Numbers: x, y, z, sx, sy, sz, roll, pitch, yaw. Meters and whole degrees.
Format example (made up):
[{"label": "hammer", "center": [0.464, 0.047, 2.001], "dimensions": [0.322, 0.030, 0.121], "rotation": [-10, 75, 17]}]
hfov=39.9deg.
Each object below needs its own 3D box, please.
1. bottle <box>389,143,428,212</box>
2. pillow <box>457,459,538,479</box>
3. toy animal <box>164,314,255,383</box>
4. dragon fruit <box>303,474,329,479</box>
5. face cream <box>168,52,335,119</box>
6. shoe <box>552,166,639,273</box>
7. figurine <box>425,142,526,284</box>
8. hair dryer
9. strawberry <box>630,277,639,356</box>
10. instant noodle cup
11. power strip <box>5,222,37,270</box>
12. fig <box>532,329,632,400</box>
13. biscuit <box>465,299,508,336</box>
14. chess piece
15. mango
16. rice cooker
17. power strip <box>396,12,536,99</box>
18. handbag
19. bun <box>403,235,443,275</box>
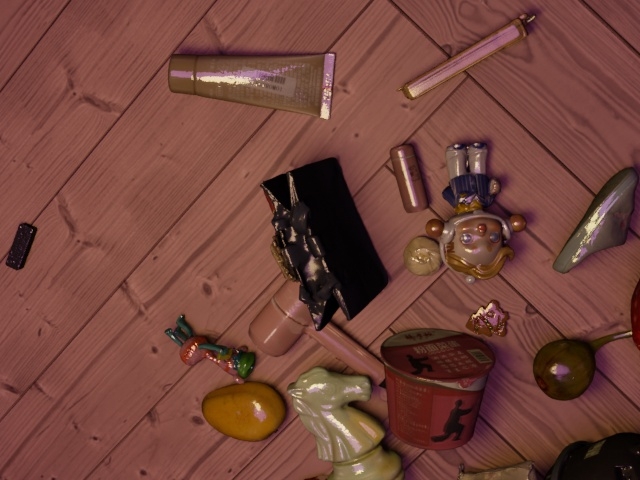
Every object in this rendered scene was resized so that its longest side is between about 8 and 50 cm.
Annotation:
[{"label": "bottle", "center": [0.183, -0.128, 1.822], "dimensions": [0.053, 0.053, 0.140], "rotation": [-14, 96, 14]}, {"label": "pillow", "center": [0.368, 0.541, 1.820], "dimensions": [0.059, 0.255, 0.169], "rotation": [14, 67, -25]}, {"label": "toy animal", "center": [-0.246, 0.241, 1.953], "dimensions": [0.208, 0.103, 0.100], "rotation": [29, 61, 9]}, {"label": "dragon fruit", "center": [0.004, 0.616, 1.952], "dimensions": [0.262, 0.163, 0.189], "rotation": [4, 73, 12]}, {"label": "face cream", "center": [-0.144, -0.336, 1.849], "dimensions": [0.341, 0.084, 0.137], "rotation": [5, 103, 3]}, {"label": "shoe", "center": [0.561, -0.024, 1.738], "dimensions": [0.100, 0.103, 0.251], "rotation": [36, 110, 5]}, {"label": "figurine", "center": [0.294, -0.055, 1.779], "dimensions": [0.194, 0.133, 0.274], "rotation": [-26, 88, -8]}, {"label": "hair dryer", "center": [0.026, 0.233, 1.902], "dimensions": [0.344, 0.107, 0.189], "rotation": [39, 105, -3]}, {"label": "strawberry", "center": [0.707, 0.193, 1.659], "dimensions": [0.295, 0.317, 0.345], "rotation": [1, 119, -19]}, {"label": "instant noodle cup", "center": [0.232, 0.306, 1.808], "dimensions": [0.235, 0.235, 0.178], "rotation": [7, 110, 11]}, {"label": "power strip", "center": [-0.693, 0.014, 2.044], "dimensions": [0.038, 0.029, 0.111], "rotation": [26, 102, 7]}, {"label": "fig", "center": [0.540, 0.230, 1.792], "dimensions": [0.236, 0.124, 0.124], "rotation": [-31, 92, -8]}, {"label": "biscuit", "center": [0.350, 0.169, 1.858], "dimensions": [0.092, 0.016, 0.082], "rotation": [-13, 97, 12]}, {"label": "chess piece", "center": [0.054, 0.399, 1.875], "dimensions": [0.176, 0.176, 0.298], "rotation": [-21, 97, 15]}, {"label": "mango", "center": [-0.172, 0.377, 1.964], "dimensions": [0.195, 0.098, 0.137], "rotation": [9, 104, 18]}, {"label": "rice cooker", "center": [0.582, 0.513, 1.736], "dimensions": [0.224, 0.267, 0.267], "rotation": [-34, 91, 39]}, {"label": "power strip", "center": [0.292, -0.360, 1.752], "dimensions": [0.305, 0.064, 0.044], "rotation": [-29, 95, 15]}, {"label": "handbag", "center": [0.000, 0.000, 1.743], "dimensions": [0.122, 0.329, 0.303], "rotation": [-22, 94, 18]}, {"label": "bun", "center": [0.215, 0.036, 1.842], "dimensions": [0.086, 0.055, 0.086], "rotation": [2, 100, 11]}]
